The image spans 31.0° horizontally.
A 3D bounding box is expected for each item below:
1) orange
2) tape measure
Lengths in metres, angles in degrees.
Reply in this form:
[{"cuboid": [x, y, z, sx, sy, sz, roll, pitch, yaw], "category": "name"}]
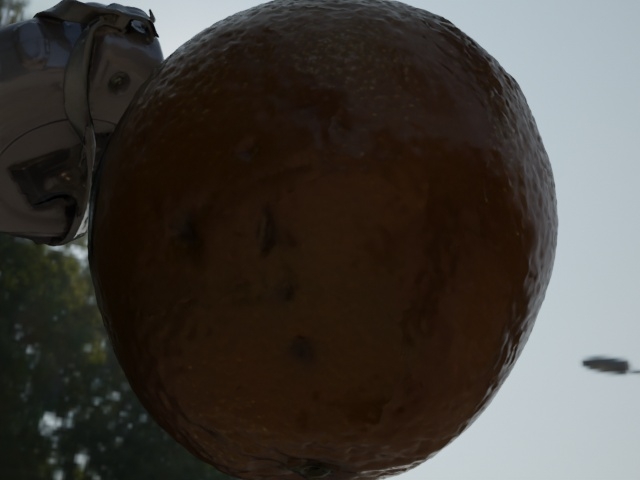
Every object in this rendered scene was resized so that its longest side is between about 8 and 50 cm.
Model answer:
[{"cuboid": [0.000, 0.000, 0.478, 0.206, 0.206, 0.206, 2, -35, 1], "category": "orange"}, {"cuboid": [-0.194, -0.080, 0.878, 0.197, 0.120, 0.236, -19, -34, -3], "category": "tape measure"}]
